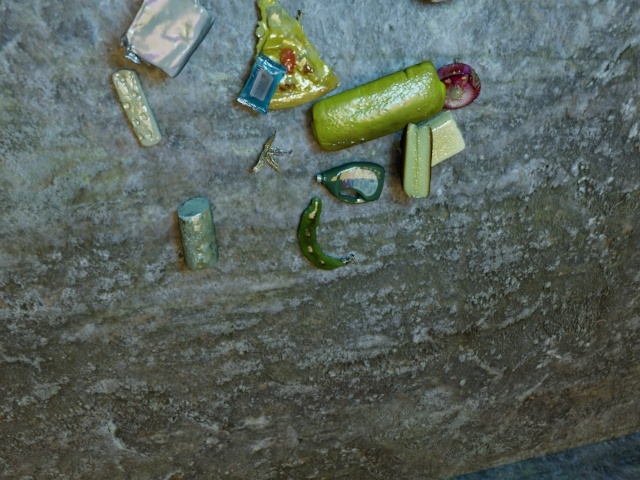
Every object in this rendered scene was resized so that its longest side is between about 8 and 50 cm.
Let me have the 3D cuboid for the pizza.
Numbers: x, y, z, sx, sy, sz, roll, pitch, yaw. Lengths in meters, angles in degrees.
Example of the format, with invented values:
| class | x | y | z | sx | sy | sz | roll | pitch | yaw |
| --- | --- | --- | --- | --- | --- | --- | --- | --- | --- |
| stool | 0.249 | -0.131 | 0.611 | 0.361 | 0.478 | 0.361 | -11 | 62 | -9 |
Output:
| class | x | y | z | sx | sy | sz | roll | pitch | yaw |
| --- | --- | --- | --- | --- | --- | --- | --- | --- | --- |
| pizza | -0.105 | -0.484 | 1.089 | 0.280 | 0.075 | 0.287 | -22 | 121 | -4 |

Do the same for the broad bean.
| class | x | y | z | sx | sy | sz | roll | pitch | yaw |
| --- | --- | --- | --- | --- | --- | --- | --- | --- | --- |
| broad bean | 0.000 | 0.000 | 1.387 | 0.144 | 0.049 | 0.292 | -35 | 122 | -3 |

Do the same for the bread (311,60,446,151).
| class | x | y | z | sx | sy | sz | roll | pitch | yaw |
| --- | --- | --- | --- | --- | --- | --- | --- | --- | --- |
| bread | 0.160 | -0.356 | 1.166 | 0.383 | 0.112 | 0.166 | -18 | 137 | 6 |

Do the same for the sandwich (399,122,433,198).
| class | x | y | z | sx | sy | sz | roll | pitch | yaw |
| --- | --- | --- | --- | --- | --- | --- | --- | --- | --- |
| sandwich | 0.279 | -0.242 | 1.234 | 0.090 | 0.088 | 0.244 | -2 | 129 | 6 |

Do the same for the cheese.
| class | x | y | z | sx | sy | sz | roll | pitch | yaw |
| --- | --- | --- | --- | --- | --- | --- | --- | --- | --- |
| cheese | -0.469 | -0.337 | 1.082 | 0.065 | 0.043 | 0.194 | -17 | 120 | -8 |

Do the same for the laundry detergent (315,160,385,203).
| class | x | y | z | sx | sy | sz | roll | pitch | yaw |
| --- | --- | --- | --- | --- | --- | --- | --- | --- | --- |
| laundry detergent | 0.088 | -0.178 | 1.308 | 0.211 | 0.063 | 0.137 | -1 | 123 | -15 |

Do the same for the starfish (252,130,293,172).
| class | x | y | z | sx | sy | sz | roll | pitch | yaw |
| --- | --- | --- | --- | --- | --- | --- | --- | --- | --- |
| starfish | -0.143 | -0.258 | 1.216 | 0.133 | 0.041 | 0.130 | -17 | 129 | -37 |

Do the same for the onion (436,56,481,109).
| class | x | y | z | sx | sy | sz | roll | pitch | yaw |
| --- | --- | --- | --- | --- | --- | --- | --- | --- | --- |
| onion | 0.391 | -0.470 | 1.227 | 0.150 | 0.140 | 0.150 | 8 | 155 | 4 |

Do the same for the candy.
| class | x | y | z | sx | sy | sz | roll | pitch | yaw |
| --- | --- | --- | --- | --- | --- | --- | --- | --- | --- |
| candy | -0.345 | -0.481 | 0.964 | 0.137 | 0.185 | 0.195 | 33 | 104 | -22 |

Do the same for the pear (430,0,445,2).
| class | x | y | z | sx | sy | sz | roll | pitch | yaw |
| --- | --- | --- | --- | --- | --- | --- | --- | --- | --- |
| pear | 0.317 | -0.684 | 1.051 | 0.178 | 0.178 | 0.178 | -6 | 118 | -12 |

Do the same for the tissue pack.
| class | x | y | z | sx | sy | sz | roll | pitch | yaw |
| --- | --- | --- | --- | --- | --- | --- | --- | --- | --- |
| tissue pack | -0.148 | -0.398 | 1.077 | 0.085 | 0.028 | 0.138 | 23 | 120 | -21 |

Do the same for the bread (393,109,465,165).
| class | x | y | z | sx | sy | sz | roll | pitch | yaw |
| --- | --- | --- | --- | --- | --- | --- | --- | --- | --- |
| bread | 0.337 | -0.294 | 1.295 | 0.188 | 0.068 | 0.125 | -30 | 123 | 14 |

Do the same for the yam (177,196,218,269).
| class | x | y | z | sx | sy | sz | roll | pitch | yaw |
| --- | --- | --- | --- | --- | --- | --- | --- | --- | --- |
| yam | -0.360 | -0.022 | 1.239 | 0.107 | 0.107 | 0.194 | -7 | 118 | -12 |
